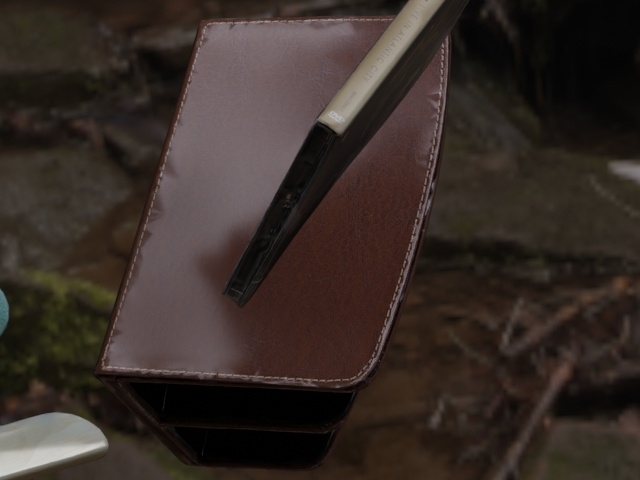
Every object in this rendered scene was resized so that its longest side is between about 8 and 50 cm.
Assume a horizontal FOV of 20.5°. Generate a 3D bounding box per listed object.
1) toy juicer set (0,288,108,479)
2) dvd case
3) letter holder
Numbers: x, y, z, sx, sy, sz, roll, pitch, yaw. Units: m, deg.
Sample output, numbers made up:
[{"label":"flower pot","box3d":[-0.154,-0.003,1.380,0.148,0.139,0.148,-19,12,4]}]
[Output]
[{"label":"toy juicer set","box3d":[-0.255,0.018,0.781,0.209,0.329,0.089,-37,7,-26]},{"label":"dvd case","box3d":[0.034,-0.081,0.868,0.018,0.164,0.221,34,56,2]},{"label":"letter holder","box3d":[0.000,0.000,1.274,0.214,0.152,0.301,0,59,24]}]
